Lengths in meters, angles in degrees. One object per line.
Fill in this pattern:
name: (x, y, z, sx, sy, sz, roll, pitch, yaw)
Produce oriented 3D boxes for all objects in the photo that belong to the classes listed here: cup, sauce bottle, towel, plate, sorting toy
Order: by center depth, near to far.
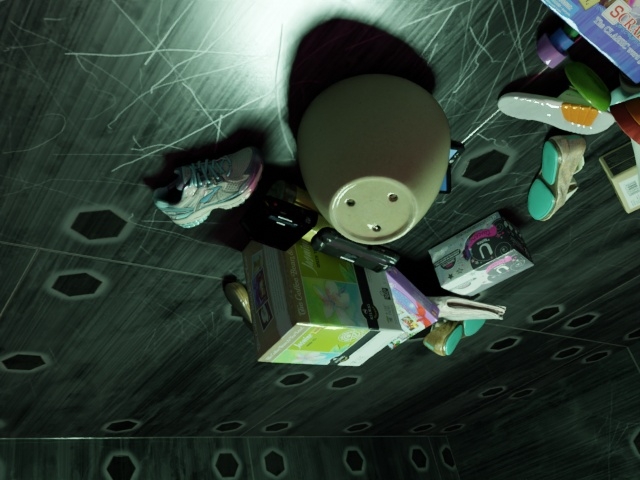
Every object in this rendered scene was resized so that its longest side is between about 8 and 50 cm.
cup: (0.105, -0.130, 1.241, 0.331, 0.237, 0.331, 3, 132, 3)
sorting toy: (0.611, -0.340, 1.269, 0.365, 0.127, 0.126, 30, 131, -22)
plate: (0.735, -0.326, 1.446, 0.188, 0.024, 0.188, -14, 157, -6)
sauce bottle: (0.021, -0.031, 1.511, 0.344, 0.111, 0.111, 28, 131, -27)
towel: (0.389, 0.228, 2.041, 0.317, 0.053, 0.332, 13, 166, -36)

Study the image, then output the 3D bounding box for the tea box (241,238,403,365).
tea box: (-0.005, 0.132, 1.611, 0.324, 0.329, 0.220, 8, 143, -31)

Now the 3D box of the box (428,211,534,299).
box: (0.482, 0.052, 1.851, 0.247, 0.142, 0.163, -33, 144, 26)

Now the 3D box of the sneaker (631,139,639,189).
sneaker: (0.879, -0.181, 1.439, 0.130, 0.322, 0.236, -22, -174, -19)

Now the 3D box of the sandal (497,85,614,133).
sandal: (0.534, -0.311, 1.379, 0.265, 0.076, 0.102, 13, 160, -4)

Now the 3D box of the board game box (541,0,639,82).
board game box: (0.579, -0.477, 1.056, 0.319, 0.066, 0.318, 27, 132, -22)

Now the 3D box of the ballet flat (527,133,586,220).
ballet flat: (0.633, -0.161, 1.622, 0.106, 0.107, 0.316, -19, 150, -5)

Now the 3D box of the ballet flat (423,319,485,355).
ballet flat: (0.484, 0.315, 2.246, 0.342, 0.124, 0.116, -29, 122, -44)

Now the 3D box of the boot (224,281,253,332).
boot: (-0.200, 0.196, 1.883, 0.115, 0.112, 0.305, -42, 145, -13)

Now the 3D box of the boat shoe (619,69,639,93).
boat shoe: (0.797, -0.412, 1.265, 0.340, 0.127, 0.113, -10, 148, 26)

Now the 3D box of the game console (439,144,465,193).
game console: (0.290, -0.173, 1.483, 0.122, 0.071, 0.107, -1, 147, -35)

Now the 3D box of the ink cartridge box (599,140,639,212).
ink cartridge box: (0.898, -0.193, 1.686, 0.193, 0.088, 0.235, -29, 144, 24)

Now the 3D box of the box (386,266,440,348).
box: (0.186, 0.177, 1.856, 0.293, 0.057, 0.201, 43, 126, -9)

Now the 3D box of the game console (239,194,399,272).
game console: (0.000, 0.000, 1.401, 0.361, 0.044, 0.213, 20, 159, -15)

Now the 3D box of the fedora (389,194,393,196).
fedora: (0.163, -0.188, 1.396, 0.194, 0.079, 0.194, 3, 133, 3)

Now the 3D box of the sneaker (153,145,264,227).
sneaker: (-0.247, -0.123, 1.335, 0.283, 0.110, 0.122, -30, 141, 24)
